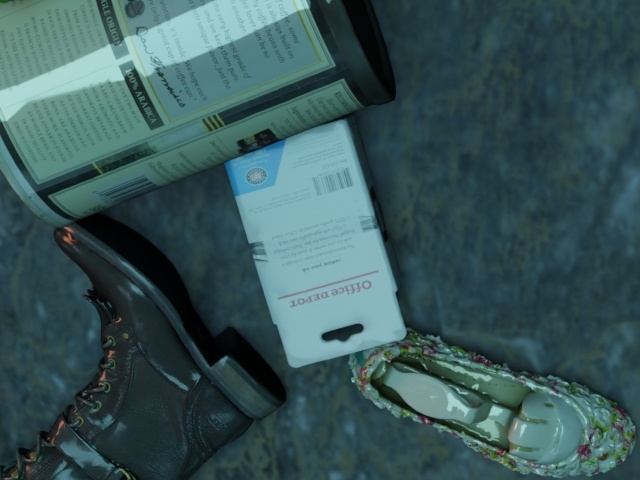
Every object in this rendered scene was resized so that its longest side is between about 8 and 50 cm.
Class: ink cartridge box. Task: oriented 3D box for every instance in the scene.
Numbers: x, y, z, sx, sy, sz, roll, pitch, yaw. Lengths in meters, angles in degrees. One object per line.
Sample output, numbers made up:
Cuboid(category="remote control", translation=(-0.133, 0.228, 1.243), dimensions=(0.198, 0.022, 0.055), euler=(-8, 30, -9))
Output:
Cuboid(category="ink cartridge box", translation=(0.000, 0.000, 1.342), dimensions=(0.104, 0.060, 0.180), euler=(-15, 96, 9))

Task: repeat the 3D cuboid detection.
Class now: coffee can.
Cuboid(category="coffee can", translation=(-0.107, -0.150, 1.260), dimensions=(0.275, 0.201, 0.201), euler=(-21, 96, 10))

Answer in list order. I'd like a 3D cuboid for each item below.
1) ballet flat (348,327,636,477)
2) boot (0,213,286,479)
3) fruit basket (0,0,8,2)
Cuboid(category="ballet flat", translation=(0.134, 0.138, 1.339), dimensions=(0.241, 0.077, 0.091), euler=(17, 100, 4))
Cuboid(category="boot", translation=(-0.182, 0.128, 1.370), dimensions=(0.229, 0.091, 0.263), euler=(-43, 94, 11))
Cuboid(category="fruit basket", translation=(-0.174, -0.358, 1.185), dimensions=(0.392, 0.283, 0.392), euler=(4, 110, 10))
